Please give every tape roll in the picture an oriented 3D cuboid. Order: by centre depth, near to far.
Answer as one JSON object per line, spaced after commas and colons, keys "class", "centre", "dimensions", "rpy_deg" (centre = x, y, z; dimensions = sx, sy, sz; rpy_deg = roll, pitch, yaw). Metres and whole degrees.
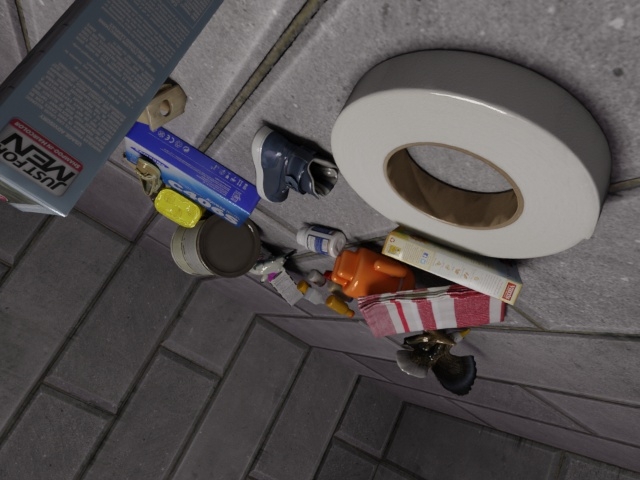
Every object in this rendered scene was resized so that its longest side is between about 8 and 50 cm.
{"class": "tape roll", "centre": [0.202, -0.101, 0.700], "dimensions": [0.391, 0.072, 0.392], "rpy_deg": [25, 160, 10]}

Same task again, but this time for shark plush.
{"class": "shark plush", "centre": [-0.154, 0.060, 1.498], "dimensions": [0.073, 0.161, 0.067], "rpy_deg": [54, -175, -40]}

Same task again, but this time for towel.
{"class": "towel", "centre": [0.269, 0.172, 1.136], "dimensions": [0.328, 0.037, 0.237], "rpy_deg": [-9, 150, 14]}

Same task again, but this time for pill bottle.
{"class": "pill bottle", "centre": [0.000, 0.000, 1.233], "dimensions": [0.120, 0.067, 0.067], "rpy_deg": [15, 157, 33]}

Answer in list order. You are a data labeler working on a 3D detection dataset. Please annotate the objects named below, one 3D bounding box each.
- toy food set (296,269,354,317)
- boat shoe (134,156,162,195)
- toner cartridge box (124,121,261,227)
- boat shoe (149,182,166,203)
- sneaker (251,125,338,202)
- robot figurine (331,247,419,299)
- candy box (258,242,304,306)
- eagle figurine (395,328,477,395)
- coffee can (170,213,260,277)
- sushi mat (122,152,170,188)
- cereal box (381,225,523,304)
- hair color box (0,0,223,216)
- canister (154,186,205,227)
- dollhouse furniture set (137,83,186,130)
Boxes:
{"class": "toy food set", "centre": [0.027, 0.171, 1.568], "dimensions": [0.104, 0.111, 0.232], "rpy_deg": [37, 166, -30]}
{"class": "boat shoe", "centre": [-0.440, -0.160, 1.213], "dimensions": [0.056, 0.048, 0.153], "rpy_deg": [29, 162, -4]}
{"class": "toner cartridge box", "centre": [-0.327, -0.167, 1.235], "dimensions": [0.347, 0.075, 0.165], "rpy_deg": [32, 160, -11]}
{"class": "boat shoe", "centre": [-0.482, -0.192, 1.379], "dimensions": [0.068, 0.072, 0.190], "rpy_deg": [-4, 140, -15]}
{"class": "sneaker", "centre": [-0.047, -0.117, 0.967], "dimensions": [0.163, 0.086, 0.226], "rpy_deg": [26, 160, 13]}
{"class": "robot figurine", "centre": [0.139, 0.097, 1.185], "dimensions": [0.219, 0.158, 0.128], "rpy_deg": [21, -155, -10]}
{"class": "candy box", "centre": [-0.156, 0.118, 1.658], "dimensions": [0.159, 0.071, 0.233], "rpy_deg": [45, 171, 31]}
{"class": "eagle figurine", "centre": [0.353, 0.330, 1.430], "dimensions": [0.225, 0.226, 0.298], "rpy_deg": [-1, 147, 16]}
{"class": "coffee can", "centre": [-0.342, 0.016, 1.528], "dimensions": [0.201, 0.202, 0.275], "rpy_deg": [38, 159, -27]}
{"class": "sushi mat", "centre": [-0.531, -0.174, 1.579], "dimensions": [0.151, 0.019, 0.316], "rpy_deg": [23, 160, 10]}
{"class": "cereal box", "centre": [0.248, 0.036, 0.895], "dimensions": [0.240, 0.047, 0.173], "rpy_deg": [23, -165, 15]}
{"class": "hair color box", "centre": [-0.272, -0.214, 0.580], "dimensions": [0.185, 0.375, 0.113], "rpy_deg": [6, 152, 47]}
{"class": "canister", "centre": [-0.390, -0.108, 1.373], "dimensions": [0.126, 0.073, 0.170], "rpy_deg": [32, -169, -10]}
{"class": "dollhouse furniture set", "centre": [-0.371, -0.325, 0.921], "dimensions": [0.181, 0.101, 0.161], "rpy_deg": [20, 135, 22]}
